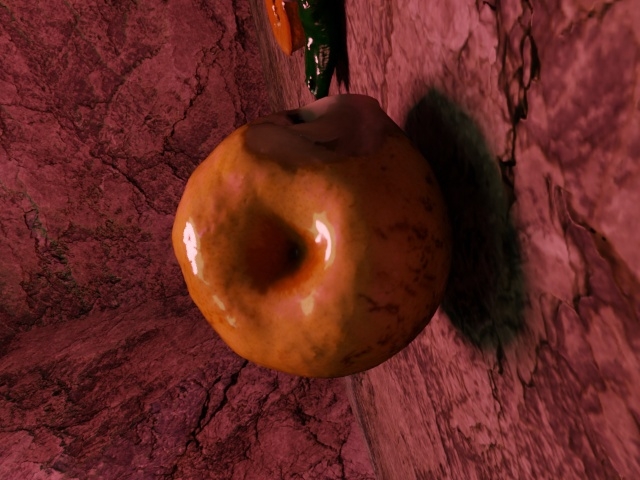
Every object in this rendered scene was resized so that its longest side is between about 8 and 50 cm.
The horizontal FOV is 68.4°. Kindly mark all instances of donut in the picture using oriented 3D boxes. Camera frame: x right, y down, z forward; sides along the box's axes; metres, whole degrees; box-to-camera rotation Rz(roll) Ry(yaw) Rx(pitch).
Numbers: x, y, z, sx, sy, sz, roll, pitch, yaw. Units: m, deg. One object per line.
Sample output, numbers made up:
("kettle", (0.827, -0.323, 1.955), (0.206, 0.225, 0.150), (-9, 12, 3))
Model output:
("donut", (-0.057, -0.432, 0.852), (0.178, 0.065, 0.162), (108, 142, -77))

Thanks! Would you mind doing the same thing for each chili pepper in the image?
("chili pepper", (-0.001, -0.292, 0.656), (0.224, 0.061, 0.098), (79, -172, -52))

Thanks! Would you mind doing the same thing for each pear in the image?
("pear", (0.000, 0.000, 0.460), (0.271, 0.271, 0.271), (166, 90, -84))
